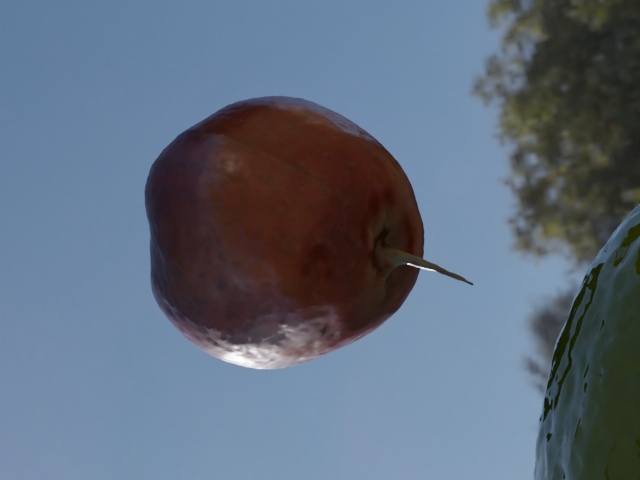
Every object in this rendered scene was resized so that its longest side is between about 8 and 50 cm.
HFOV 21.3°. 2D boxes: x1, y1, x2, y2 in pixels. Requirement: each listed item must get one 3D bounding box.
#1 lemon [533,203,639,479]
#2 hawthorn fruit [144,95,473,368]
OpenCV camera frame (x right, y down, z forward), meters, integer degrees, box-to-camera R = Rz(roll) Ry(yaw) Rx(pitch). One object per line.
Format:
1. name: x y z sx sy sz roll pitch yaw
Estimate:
1. lemon: 0.144 0.075 0.422 0.184 0.184 0.248 -2 -80 -58
2. hawthorn fruit: -0.013 -0.008 0.744 0.125 0.140 0.125 22 -125 -35
